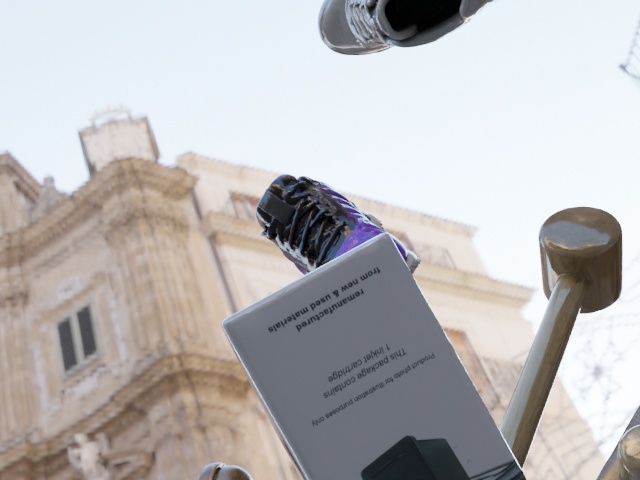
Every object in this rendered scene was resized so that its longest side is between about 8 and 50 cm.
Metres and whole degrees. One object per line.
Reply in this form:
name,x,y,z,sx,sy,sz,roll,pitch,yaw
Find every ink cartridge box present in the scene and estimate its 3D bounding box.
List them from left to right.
ink cartridge box,0.037,0.111,0.548,0.087,0.208,0.153,-29,-1,-7

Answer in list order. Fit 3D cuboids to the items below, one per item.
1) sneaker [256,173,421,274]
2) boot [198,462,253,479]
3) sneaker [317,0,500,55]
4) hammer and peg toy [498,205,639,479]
sneaker,-0.001,0.001,1.149,0.146,0.293,0.102,36,-86,-15
boot,-0.002,0.307,0.916,0.115,0.112,0.305,-23,-83,16
sneaker,0.065,-0.211,0.990,0.121,0.262,0.099,-44,-74,-33
hammer and peg toy,0.277,0.119,0.704,0.266,0.361,0.127,-49,-39,-32
